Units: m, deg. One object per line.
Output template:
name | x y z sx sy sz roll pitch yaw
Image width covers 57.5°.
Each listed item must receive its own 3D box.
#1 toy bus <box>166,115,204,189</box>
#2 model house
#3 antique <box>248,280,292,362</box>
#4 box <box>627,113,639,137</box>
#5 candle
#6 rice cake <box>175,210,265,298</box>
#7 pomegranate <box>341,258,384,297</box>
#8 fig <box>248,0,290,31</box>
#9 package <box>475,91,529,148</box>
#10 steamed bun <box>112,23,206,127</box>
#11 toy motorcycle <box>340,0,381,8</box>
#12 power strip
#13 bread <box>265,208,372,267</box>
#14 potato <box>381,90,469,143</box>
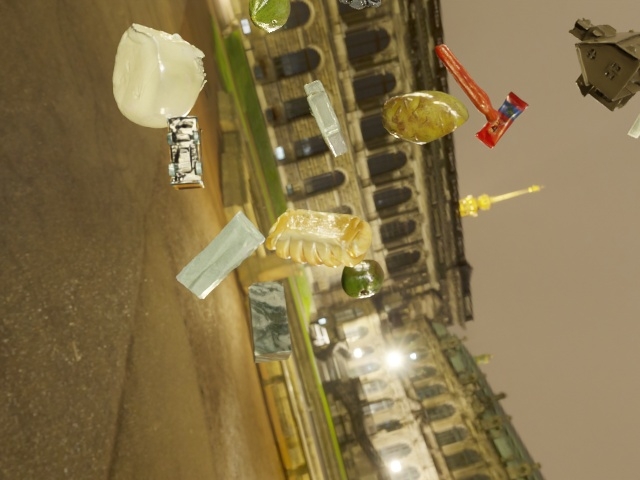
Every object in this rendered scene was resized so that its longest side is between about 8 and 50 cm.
toy bus | -0.396 -0.256 1.724 0.114 0.098 0.201 124 -39 -80
model house | 0.773 -0.499 1.592 0.243 0.211 0.204 52 -36 23
antique | -0.125 0.191 1.397 0.086 0.088 0.183 109 -25 -64
box | 0.717 -0.261 1.303 0.024 0.083 0.054 36 -58 22
candle | 0.472 -0.489 1.844 0.329 0.051 0.048 55 -45 6
rice cake | -0.219 0.037 1.267 0.085 0.226 0.040 50 18 7
pomegranate | 0.152 0.132 2.053 0.191 0.151 0.131 -4 86 -80
fig | -0.184 -0.845 2.126 0.234 0.167 0.167 -111 -175 -52
package | 0.656 -0.435 2.115 0.083 0.200 0.022 38 18 1
steamed bun | -0.528 -0.530 1.926 0.334 0.232 0.312 46 -57 39
toy motorcycle | 0.093 -0.780 1.826 0.193 0.124 0.061 41 -37 12
power strip | 0.011 -0.350 1.631 0.265 0.059 0.194 28 40 -80
bread | 0.000 0.000 1.676 0.173 0.311 0.121 -56 144 -39
potato | 0.339 -0.405 1.921 0.141 0.298 0.176 -59 141 -31
